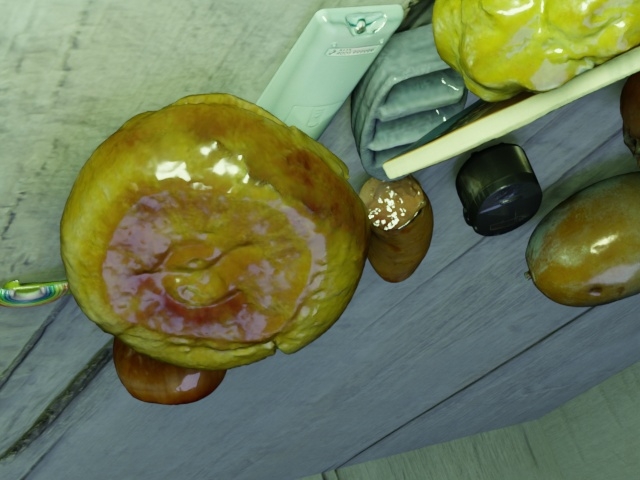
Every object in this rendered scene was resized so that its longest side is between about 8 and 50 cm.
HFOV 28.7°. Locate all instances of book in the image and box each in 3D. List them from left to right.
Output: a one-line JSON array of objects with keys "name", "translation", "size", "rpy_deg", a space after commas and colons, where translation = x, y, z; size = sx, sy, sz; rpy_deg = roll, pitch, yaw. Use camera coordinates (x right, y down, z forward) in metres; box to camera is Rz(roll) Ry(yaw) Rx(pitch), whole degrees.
[{"name": "book", "translation": [0.265, -0.174, 1.266], "size": [0.374, 0.028, 0.262], "rpy_deg": [-24, -171, 40]}]

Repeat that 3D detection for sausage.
[{"name": "sausage", "translation": [0.109, -0.017, 1.808], "size": [0.109, 0.108, 0.270], "rpy_deg": [-19, 160, -5]}]

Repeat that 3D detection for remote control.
[{"name": "remote control", "translation": [-0.008, -0.161, 1.374], "size": [0.103, 0.051, 0.293], "rpy_deg": [-9, 157, -28]}]

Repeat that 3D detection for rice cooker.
[{"name": "rice cooker", "translation": [0.254, -0.073, 1.796], "size": [0.112, 0.106, 0.165], "rpy_deg": [-18, 165, -6]}]

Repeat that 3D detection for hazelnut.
[{"name": "hazelnut", "translation": [-0.216, 0.157, 1.872], "size": [0.182, 0.182, 0.182], "rpy_deg": [-18, 161, -7]}]

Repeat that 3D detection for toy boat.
[{"name": "toy boat", "translation": [0.098, -0.151, 1.466], "size": [0.127, 0.078, 0.283], "rpy_deg": [-17, 161, -11]}]

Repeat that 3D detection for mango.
[{"name": "mango", "translation": [0.517, -0.013, 2.066], "size": [0.384, 0.198, 0.221], "rpy_deg": [-18, 175, 5]}]

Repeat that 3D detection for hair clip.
[{"name": "hair clip", "translation": [-0.346, 0.060, 1.654], "size": [0.188, 0.033, 0.060], "rpy_deg": [-14, 162, -18]}]

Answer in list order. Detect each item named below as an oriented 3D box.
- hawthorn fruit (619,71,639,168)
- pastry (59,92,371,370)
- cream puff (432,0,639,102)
[{"name": "hawthorn fruit", "translation": [0.523, -0.183, 1.677], "size": [0.251, 0.199, 0.199], "rpy_deg": [-33, 161, -1]}, {"name": "pastry", "translation": [-0.114, -0.001, 1.379], "size": [0.356, 0.163, 0.356], "rpy_deg": [-3, 132, -3]}, {"name": "cream puff", "translation": [0.221, -0.257, 1.140], "size": [0.282, 0.185, 0.282], "rpy_deg": [-29, -171, 5]}]
